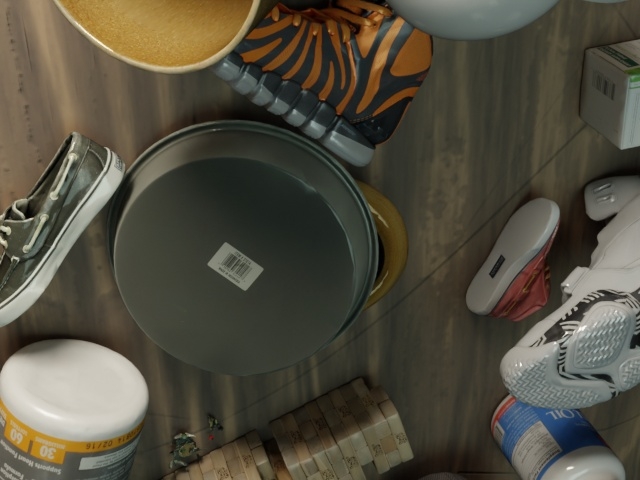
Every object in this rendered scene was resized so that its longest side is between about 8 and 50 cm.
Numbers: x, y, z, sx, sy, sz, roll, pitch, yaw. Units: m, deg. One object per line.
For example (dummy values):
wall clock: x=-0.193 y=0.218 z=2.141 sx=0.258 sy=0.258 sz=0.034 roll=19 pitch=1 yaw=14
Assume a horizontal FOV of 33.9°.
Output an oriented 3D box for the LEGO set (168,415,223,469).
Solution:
LEGO set: x=-0.161 y=0.250 z=1.311 sx=0.083 sy=0.023 sz=0.054 roll=-30 pitch=130 yaw=-19

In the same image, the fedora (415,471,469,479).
fedora: x=0.168 y=0.441 z=1.496 sx=0.243 sy=0.124 sz=0.275 roll=-2 pitch=113 yaw=-24

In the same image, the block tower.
block tower: x=-0.056 y=0.296 z=1.336 sx=0.335 sy=0.091 sz=0.097 roll=-25 pitch=126 yaw=-5

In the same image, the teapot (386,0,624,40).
teapot: x=0.172 y=-0.298 z=0.946 sx=0.256 sy=0.187 sz=0.252 roll=-35 pitch=119 yaw=-36

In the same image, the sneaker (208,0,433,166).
sneaker: x=-0.015 y=-0.214 z=1.026 sx=0.321 sy=0.124 sz=0.180 roll=27 pitch=104 yaw=-44

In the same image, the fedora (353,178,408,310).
fedora: x=0.000 y=0.000 z=1.177 sx=0.194 sy=0.079 sz=0.194 roll=-5 pitch=118 yaw=-9

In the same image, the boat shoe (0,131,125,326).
boat shoe: x=-0.289 y=-0.013 z=1.060 sx=0.070 sy=0.078 sz=0.219 roll=33 pitch=96 yaw=-35

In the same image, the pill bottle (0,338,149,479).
pill bottle: x=-0.297 y=0.262 z=1.173 sx=0.162 sy=0.162 sz=0.278 roll=6 pitch=117 yaw=-25

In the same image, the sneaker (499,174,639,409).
sneaker: x=0.351 y=0.051 z=1.269 sx=0.366 sy=0.210 sz=0.137 roll=-29 pitch=127 yaw=-4

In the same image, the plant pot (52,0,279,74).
plant pot: x=-0.077 y=-0.295 z=0.851 sx=0.254 sy=0.237 sz=0.237 roll=-45 pitch=141 yaw=-44

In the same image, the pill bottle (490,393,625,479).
pill bottle: x=0.331 y=0.302 z=1.414 sx=0.124 sy=0.221 sz=0.124 roll=-11 pitch=124 yaw=-16

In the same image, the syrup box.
syrup box: x=0.432 y=-0.185 z=1.228 sx=0.237 sy=0.093 sz=0.096 roll=-13 pitch=124 yaw=-14

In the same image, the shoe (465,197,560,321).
shoe: x=0.260 y=0.027 z=1.315 sx=0.081 sy=0.063 sz=0.178 roll=15 pitch=119 yaw=-31

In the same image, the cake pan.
cake pan: x=-0.086 y=0.020 z=1.101 sx=0.293 sy=0.054 sz=0.293 roll=2 pitch=115 yaw=4
